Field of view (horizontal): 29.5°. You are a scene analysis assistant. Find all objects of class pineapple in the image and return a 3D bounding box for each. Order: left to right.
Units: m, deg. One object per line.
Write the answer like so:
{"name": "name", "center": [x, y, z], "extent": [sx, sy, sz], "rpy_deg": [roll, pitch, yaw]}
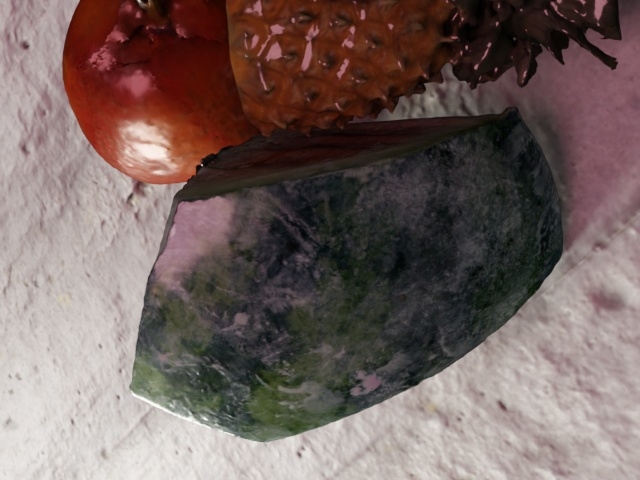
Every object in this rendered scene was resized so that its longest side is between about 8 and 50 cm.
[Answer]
{"name": "pineapple", "center": [0.095, -0.177, 0.938], "extent": [0.340, 0.169, 0.169], "rpy_deg": [-8, 105, 4]}

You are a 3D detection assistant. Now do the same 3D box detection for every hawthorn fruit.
{"name": "hawthorn fruit", "center": [-0.140, -0.169, 1.100], "extent": [0.211, 0.211, 0.299], "rpy_deg": [43, 171, 18]}

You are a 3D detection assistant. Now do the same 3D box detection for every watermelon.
{"name": "watermelon", "center": [0.000, 0.000, 1.031], "extent": [0.258, 0.387, 0.228], "rpy_deg": [-131, 21, -61]}
